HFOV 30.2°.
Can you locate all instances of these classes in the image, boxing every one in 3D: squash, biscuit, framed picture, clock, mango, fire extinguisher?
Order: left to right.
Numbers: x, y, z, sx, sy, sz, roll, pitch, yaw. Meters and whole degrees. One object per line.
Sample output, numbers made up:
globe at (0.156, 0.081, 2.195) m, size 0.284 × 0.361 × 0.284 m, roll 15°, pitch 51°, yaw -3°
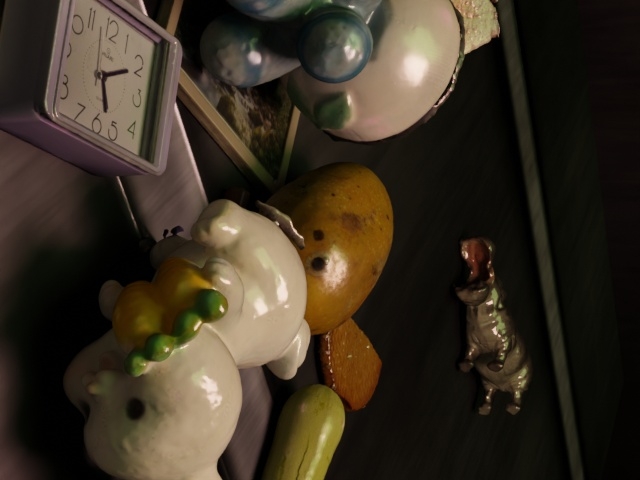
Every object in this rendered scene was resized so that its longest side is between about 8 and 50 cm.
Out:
clock at (-0.207, -0.148, 1.060) m, size 0.193 × 0.073 × 0.144 m, roll 29°, pitch 65°, yaw -63°
fire extinguisher at (-0.110, 0.023, 1.336) m, size 0.049 × 0.035 × 0.173 m, roll 128°, pitch -23°, yaw -63°
framed picture at (-0.093, -0.219, 1.378) m, size 0.324 × 0.020 × 0.240 m, roll 52°, pitch 44°, yaw -54°
squash at (-0.029, 0.289, 1.448) m, size 0.083 × 0.083 × 0.250 m, roll 60°, pitch 38°, yaw -48°
mango at (0.007, -0.001, 1.416) m, size 0.329 × 0.177 × 0.175 m, roll -43°, pitch 120°, yaw -59°
biscuit at (0.035, 0.172, 1.662) m, size 0.206 × 0.025 × 0.126 m, roll 56°, pitch 41°, yaw -50°

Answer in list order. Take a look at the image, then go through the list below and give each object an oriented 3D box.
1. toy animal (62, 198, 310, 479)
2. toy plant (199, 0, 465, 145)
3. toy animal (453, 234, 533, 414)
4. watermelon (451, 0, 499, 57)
toy animal at (-0.127, 0.120, 1.107) m, size 0.247 × 0.183 × 0.310 m, roll 64°, pitch 35°, yaw -44°
toy plant at (-0.004, -0.251, 1.290) m, size 0.332 × 0.247 × 0.247 m, roll 22°, pitch 70°, yaw -62°
toy animal at (0.313, 0.166, 2.192) m, size 0.168 × 0.106 × 0.343 m, roll -56°, pitch 137°, yaw -49°
watermelon at (0.153, -0.420, 1.728) m, size 0.224 × 0.180 × 0.305 m, roll -78°, pitch 155°, yaw -59°
